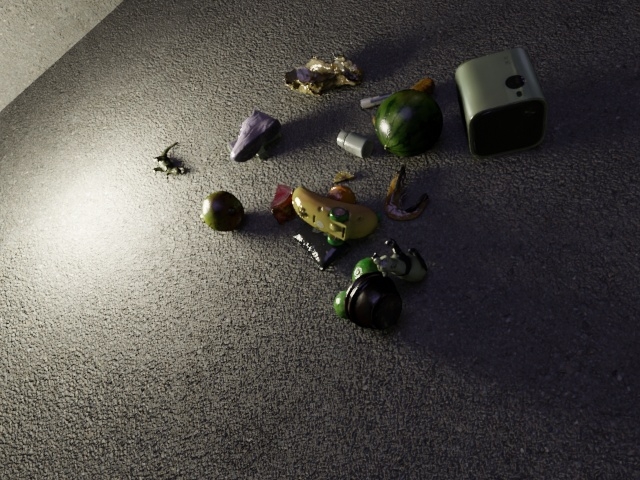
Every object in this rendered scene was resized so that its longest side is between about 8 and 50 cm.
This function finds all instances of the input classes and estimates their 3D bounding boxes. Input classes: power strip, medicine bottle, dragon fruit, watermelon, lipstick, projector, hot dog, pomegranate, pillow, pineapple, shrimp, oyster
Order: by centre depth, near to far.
[{"bbox_3d":[0.608,-0.462,1.723,0.249,0.248,0.249,-11,58,13],"label":"projector"},{"bbox_3d":[0.306,-0.170,1.777,0.152,0.046,0.219,4,66,22],"label":"shrimp"},{"bbox_3d":[0.000,0.000,1.781,0.141,0.055,0.208,-44,55,-1],"label":"pillow"},{"bbox_3d":[0.313,-0.417,1.809,0.242,0.242,0.242,-9,58,14],"label":"watermelon"},{"bbox_3d":[-0.118,-0.138,1.879,0.096,0.102,0.147,-1,56,16],"label":"dragon fruit"},{"bbox_3d":[0.087,-0.243,1.913,0.083,0.019,0.045,-12,60,15],"label":"pineapple"},{"bbox_3d":[-0.383,-0.106,1.929,0.205,0.159,0.159,-10,54,43],"label":"pomegranate"},{"bbox_3d":[0.133,-0.371,1.937,0.130,0.080,0.080,32,75,32],"label":"medicine bottle"},{"bbox_3d":[0.325,-0.529,1.974,0.286,0.061,0.088,-35,52,-1],"label":"hot dog"},{"bbox_3d":[0.233,-0.565,2.041,0.141,0.040,0.040,-11,58,13],"label":"lipstick"},{"bbox_3d":[-0.264,-0.394,2.108,0.216,0.061,0.145,-31,62,0],"label":"power strip"},{"bbox_3d":[0.014,-0.702,2.144,0.337,0.133,0.197,-7,57,12],"label":"oyster"}]

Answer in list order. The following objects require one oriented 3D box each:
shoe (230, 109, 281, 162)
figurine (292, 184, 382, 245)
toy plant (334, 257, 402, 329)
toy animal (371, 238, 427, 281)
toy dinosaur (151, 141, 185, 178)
[{"bbox_3d":[-0.288,-0.426,2.047,0.245,0.095,0.137,-45,64,-10],"label":"shoe"},{"bbox_3d":[0.050,-0.113,1.758,0.324,0.124,0.222,27,46,25],"label":"figurine"},{"bbox_3d":[0.148,0.167,1.570,0.218,0.175,0.235,-49,32,-5],"label":"toy plant"},{"bbox_3d":[0.243,0.072,1.566,0.094,0.225,0.121,-47,52,20],"label":"toy animal"},{"bbox_3d":[-0.643,-0.336,2.224,0.187,0.087,0.179,37,40,17],"label":"toy dinosaur"}]
